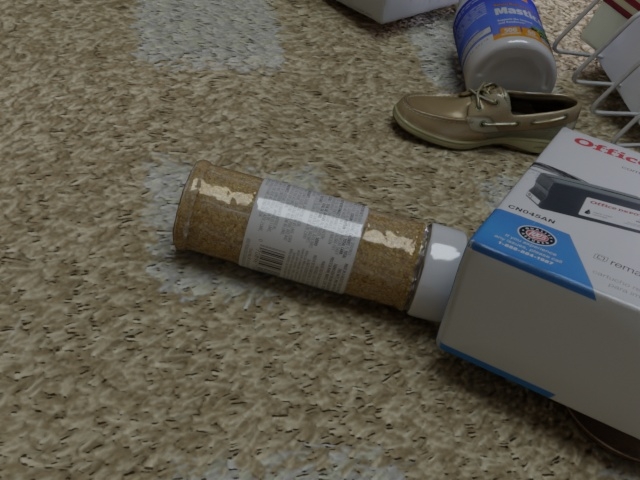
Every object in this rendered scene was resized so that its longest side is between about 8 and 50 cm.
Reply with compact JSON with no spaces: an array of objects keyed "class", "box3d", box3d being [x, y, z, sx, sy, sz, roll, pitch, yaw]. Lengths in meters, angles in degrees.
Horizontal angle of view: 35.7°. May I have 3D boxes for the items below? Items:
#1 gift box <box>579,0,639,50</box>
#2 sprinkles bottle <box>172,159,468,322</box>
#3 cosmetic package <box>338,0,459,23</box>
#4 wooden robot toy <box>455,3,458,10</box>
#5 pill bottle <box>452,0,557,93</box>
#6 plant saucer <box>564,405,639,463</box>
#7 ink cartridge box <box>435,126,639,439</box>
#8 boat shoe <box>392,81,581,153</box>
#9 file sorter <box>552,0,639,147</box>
[{"class":"gift box","box3d":[0.656,-0.349,1.764,0.255,0.276,0.258,0,37,-37]},{"class":"sprinkles bottle","box3d":[0.000,0.000,1.248,0.356,0.121,0.121,16,40,0]},{"class":"cosmetic package","box3d":[0.205,-0.567,1.905,0.453,0.161,0.230,-23,45,-36]},{"class":"wooden robot toy","box3d":[0.325,-0.447,1.901,0.173,0.076,0.079,2,32,-16]},{"class":"pill bottle","box3d":[0.310,-0.348,1.717,0.152,0.152,0.272,8,42,-9]},{"class":"plant saucer","box3d":[0.376,0.199,1.208,0.199,0.036,0.198,9,41,-8]},{"class":"ink cartridge box","box3d":[0.359,0.033,1.244,0.286,0.166,0.395,23,34,18]},{"class":"boat shoe","box3d":[0.266,-0.208,1.585,0.303,0.098,0.109,6,41,-11]},{"class":"file sorter","box3d":[0.530,-0.255,1.574,0.173,0.193,0.277,-5,60,-40]}]
